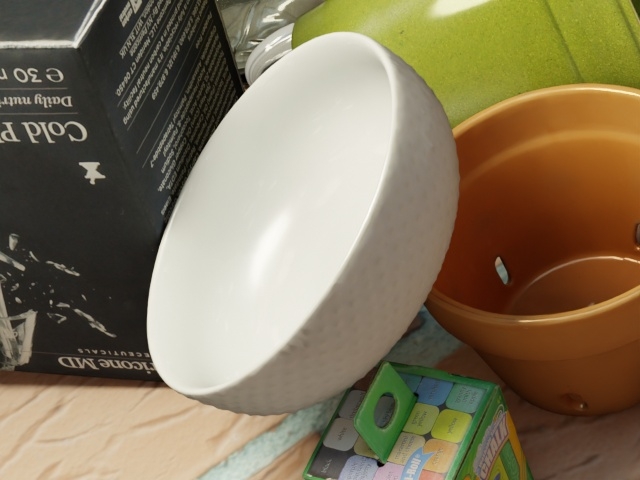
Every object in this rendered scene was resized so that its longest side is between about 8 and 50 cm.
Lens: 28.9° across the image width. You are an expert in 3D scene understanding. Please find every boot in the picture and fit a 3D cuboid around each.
[{"bbox_3d":[-0.051,-0.282,1.714,0.246,0.083,0.161,-11,50,23],"label":"boot"},{"bbox_3d":[0.029,-0.228,1.590,0.258,0.095,0.123,-19,35,6],"label":"boot"}]

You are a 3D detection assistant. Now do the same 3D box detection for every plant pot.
[{"bbox_3d":[0.173,-0.207,1.350,0.353,0.366,0.366,-24,40,20],"label":"plant pot"},{"bbox_3d":[0.235,0.026,1.148,0.291,0.203,0.291,-15,43,14],"label":"plant pot"}]

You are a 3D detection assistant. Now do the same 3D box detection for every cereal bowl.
[{"bbox_3d":[0.000,0.000,1.068,0.339,0.141,0.339,-39,36,36],"label":"cereal bowl"}]

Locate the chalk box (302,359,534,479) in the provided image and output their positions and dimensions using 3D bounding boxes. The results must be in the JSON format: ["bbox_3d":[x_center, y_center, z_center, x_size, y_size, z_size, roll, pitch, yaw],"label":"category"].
[{"bbox_3d":[0.084,0.191,1.044,0.132,0.213,0.132,9,52,32],"label":"chalk box"}]

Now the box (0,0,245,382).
[{"bbox_3d":[-0.343,-0.110,1.327,0.480,0.472,0.297,2,48,18],"label":"box"}]
